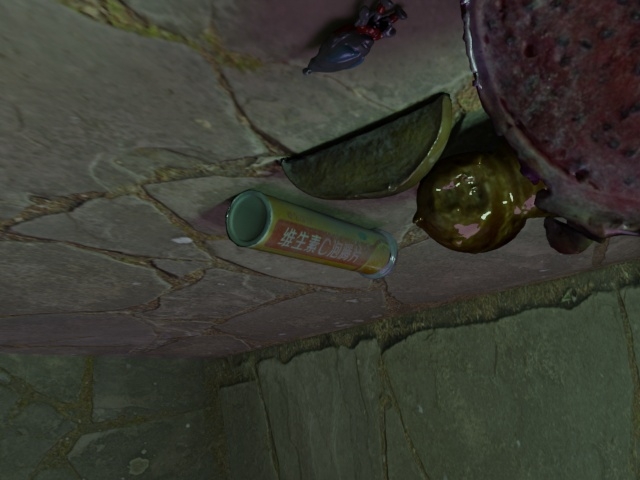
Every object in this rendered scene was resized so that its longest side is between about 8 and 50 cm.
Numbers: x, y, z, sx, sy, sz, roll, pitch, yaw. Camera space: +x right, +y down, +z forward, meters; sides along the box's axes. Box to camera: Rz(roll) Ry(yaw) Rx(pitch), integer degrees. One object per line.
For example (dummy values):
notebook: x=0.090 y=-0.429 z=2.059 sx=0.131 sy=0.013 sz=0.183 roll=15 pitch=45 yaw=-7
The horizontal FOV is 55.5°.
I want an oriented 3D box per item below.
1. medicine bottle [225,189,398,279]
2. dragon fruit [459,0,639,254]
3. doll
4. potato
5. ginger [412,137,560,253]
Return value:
medicine bottle: x=0.000 y=0.000 z=1.117 sx=0.108 sy=0.108 sz=0.426 roll=-20 pitch=161 yaw=30
dragon fruit: x=0.252 y=-0.181 z=0.424 sx=0.314 sy=0.296 sz=0.263 roll=-38 pitch=-176 yaw=41
doll: x=0.030 y=-0.190 z=0.591 sx=0.114 sy=0.039 sz=0.057 roll=-31 pitch=-169 yaw=27
potato: x=0.081 y=-0.095 z=0.842 sx=0.261 sy=0.100 sz=0.120 roll=-19 pitch=162 yaw=27
ginger: x=0.307 y=-0.083 z=0.903 sx=0.357 sy=0.152 sz=0.274 roll=-24 pitch=165 yaw=7
